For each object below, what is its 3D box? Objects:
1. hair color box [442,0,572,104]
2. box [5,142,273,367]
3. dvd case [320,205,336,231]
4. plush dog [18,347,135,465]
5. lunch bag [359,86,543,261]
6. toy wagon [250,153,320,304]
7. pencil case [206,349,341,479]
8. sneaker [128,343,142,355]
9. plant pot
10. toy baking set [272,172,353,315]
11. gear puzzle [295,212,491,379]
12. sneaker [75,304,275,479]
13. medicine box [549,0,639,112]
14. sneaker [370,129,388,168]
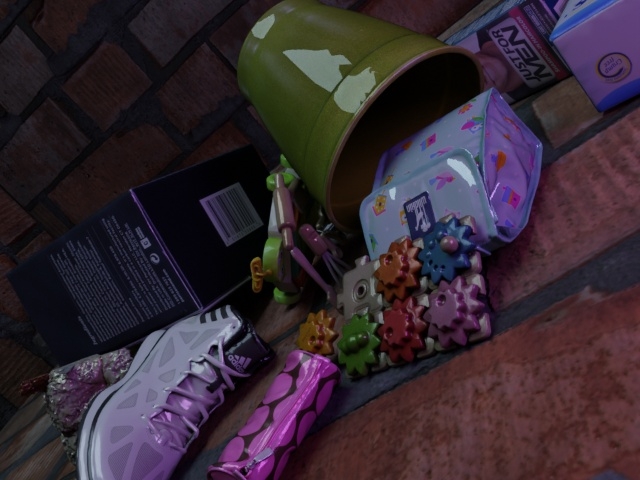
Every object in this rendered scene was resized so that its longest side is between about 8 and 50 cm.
[{"bbox_3d":[0.369,-0.373,1.343,0.105,0.174,0.347,-52,17,-30],"label":"hair color box"},{"bbox_3d":[-0.375,0.035,1.585,0.472,0.297,0.480,-28,5,31],"label":"box"},{"bbox_3d":[0.020,-0.107,1.623,0.164,0.018,0.221,-52,32,-3],"label":"dvd case"},{"bbox_3d":[-0.464,0.355,1.317,0.211,0.225,0.262,-17,-1,-43],"label":"plush dog"},{"bbox_3d":[0.183,-0.059,0.947,0.223,0.160,0.262,-27,30,42],"label":"lunch bag"},{"bbox_3d":[-0.060,-0.008,1.289,0.068,0.267,0.344,3,28,9],"label":"toy wagon"},{"bbox_3d":[-0.051,0.231,0.836,0.209,0.095,0.098,-55,-16,-36],"label":"pencil case"},{"bbox_3d":[-0.446,0.310,1.698,0.240,0.126,0.091,-17,-17,-15],"label":"sneaker"},{"bbox_3d":[0.038,-0.262,1.203,0.366,0.353,0.366,-33,-32,-24],"label":"plant pot"},{"bbox_3d":[-0.005,-0.004,1.128,0.030,0.197,0.256,-34,42,27],"label":"toy baking set"},{"bbox_3d":[0.069,0.086,0.874,0.339,0.044,0.175,-29,52,43],"label":"gear puzzle"},{"bbox_3d":[-0.224,0.244,1.099,0.257,0.169,0.447,-31,21,20],"label":"sneaker"},{"bbox_3d":[0.517,-0.365,0.974,0.263,0.149,0.289,-27,19,45],"label":"medicine box"},{"bbox_3d":[0.119,-0.144,1.377,0.305,0.152,0.114,-49,17,-22],"label":"sneaker"}]
